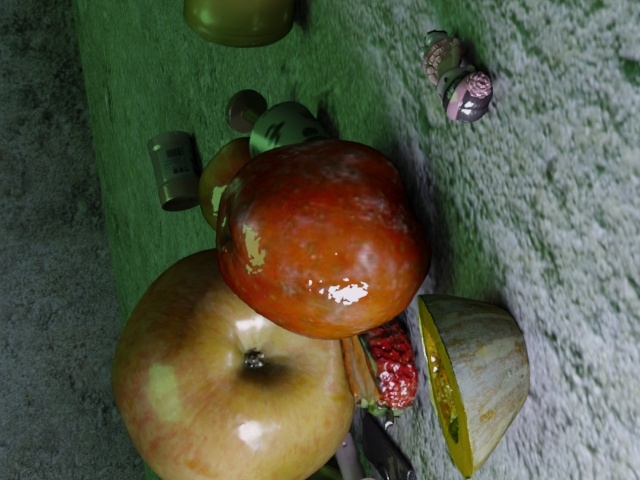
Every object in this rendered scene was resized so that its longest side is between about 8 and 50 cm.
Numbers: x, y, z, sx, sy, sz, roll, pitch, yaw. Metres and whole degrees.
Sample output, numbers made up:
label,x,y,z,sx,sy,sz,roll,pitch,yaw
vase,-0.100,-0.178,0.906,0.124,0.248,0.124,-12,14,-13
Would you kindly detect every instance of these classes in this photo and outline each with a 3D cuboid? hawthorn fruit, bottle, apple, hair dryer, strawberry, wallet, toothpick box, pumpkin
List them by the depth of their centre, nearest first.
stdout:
label,x,y,z,sx,sy,sz,roll,pitch,yaw
pumpkin,0.179,0.154,1.380,0.217,0.110,0.217,162,90,-81
hawthorn fruit,0.000,0.000,1.563,0.284,0.284,0.284,169,90,-71
strawberry,0.082,0.163,1.663,0.192,0.085,0.140,-118,23,-45
bottle,-0.106,-0.471,1.750,0.171,0.171,0.351,-120,30,-44
wallet,0.102,0.329,1.798,0.157,0.018,0.082,-130,35,-53
apple,-0.121,0.199,1.813,0.346,0.391,0.391,140,118,-63
hair dryer,0.049,0.384,1.892,0.220,0.053,0.195,-116,15,-45
apple,-0.117,-0.080,1.984,0.199,0.199,0.199,169,90,-71
toothpick box,-0.310,-0.148,2.584,0.098,0.098,0.149,127,130,-65

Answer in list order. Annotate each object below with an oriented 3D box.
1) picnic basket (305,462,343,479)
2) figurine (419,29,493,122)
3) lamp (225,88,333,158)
label,x,y,z,sx,sy,sz,roll,pitch,yaw
picnic basket,-0.087,0.503,1.995,0.228,0.313,0.175,9,118,68
figurine,0.154,-0.186,1.340,0.129,0.054,0.072,-108,34,-42
lamp,-0.067,-0.164,1.852,0.214,0.121,0.121,39,137,45
